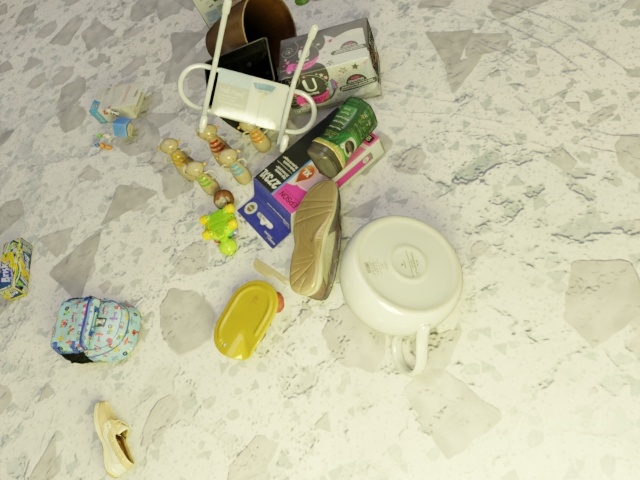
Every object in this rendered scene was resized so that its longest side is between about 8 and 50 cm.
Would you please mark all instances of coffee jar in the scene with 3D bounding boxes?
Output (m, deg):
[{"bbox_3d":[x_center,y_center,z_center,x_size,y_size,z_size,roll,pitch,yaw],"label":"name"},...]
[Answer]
[{"bbox_3d":[0.049,-0.239,1.354,0.079,0.096,0.184,27,72,35],"label":"coffee jar"}]

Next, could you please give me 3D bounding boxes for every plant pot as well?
[{"bbox_3d":[-0.189,-0.402,1.583,0.187,0.167,0.188,-19,54,10],"label":"plant pot"},{"bbox_3d":[-0.225,-0.598,1.717,0.230,0.215,0.215,2,59,41],"label":"plant pot"}]

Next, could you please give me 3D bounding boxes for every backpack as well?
[{"bbox_3d":[-0.519,0.208,1.369,0.173,0.117,0.158,-3,60,17],"label":"backpack"}]

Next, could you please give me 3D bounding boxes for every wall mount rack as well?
[{"bbox_3d":[-0.154,-0.383,1.382,0.130,0.350,0.304,-128,51,-71],"label":"wall mount rack"}]

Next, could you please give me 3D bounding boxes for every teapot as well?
[{"bbox_3d":[0.144,0.092,1.140,0.252,0.187,0.256,32,55,7],"label":"teapot"}]

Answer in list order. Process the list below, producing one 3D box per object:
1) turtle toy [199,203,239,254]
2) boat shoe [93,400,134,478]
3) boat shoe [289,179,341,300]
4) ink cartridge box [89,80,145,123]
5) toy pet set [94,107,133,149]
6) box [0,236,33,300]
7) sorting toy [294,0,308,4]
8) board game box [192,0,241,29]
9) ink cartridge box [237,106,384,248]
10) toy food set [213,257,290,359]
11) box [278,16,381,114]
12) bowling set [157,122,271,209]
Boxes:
[{"bbox_3d":[-0.239,-0.023,1.429,0.095,0.066,0.130,-22,55,7],"label":"turtle toy"},{"bbox_3d":[-0.436,0.416,1.242,0.059,0.063,0.170,-28,63,1],"label":"boat shoe"},{"bbox_3d":[0.000,0.000,1.304,0.103,0.092,0.285,-10,58,31],"label":"boat shoe"},{"bbox_3d":[-0.630,-0.439,1.848,0.181,0.061,0.104,-3,59,21],"label":"ink cartridge box"},{"bbox_3d":[-0.635,-0.341,1.767,0.114,0.065,0.122,11,86,6],"label":"toy pet set"},{"bbox_3d":[-0.850,0.079,1.618,0.059,0.054,0.169,-20,54,9],"label":"box"},{"bbox_3d":[-0.040,-0.788,1.841,0.102,0.042,0.061,-11,56,16],"label":"sorting toy"},{"bbox_3d":[-0.304,-0.823,1.799,0.242,0.316,0.064,-18,55,10],"label":"board game box"},{"bbox_3d":[-0.035,-0.160,1.439,0.371,0.069,0.176,-43,55,-4],"label":"ink cartridge box"},{"bbox_3d":[-0.138,0.163,1.270,0.128,0.071,0.218,21,74,35],"label":"toy food set"},{"bbox_3d":[0.025,-0.461,1.550,0.247,0.142,0.163,-10,56,16],"label":"box"},{"bbox_3d":[-0.259,-0.195,1.490,0.287,0.154,0.200,-22,54,8],"label":"bowling set"}]
